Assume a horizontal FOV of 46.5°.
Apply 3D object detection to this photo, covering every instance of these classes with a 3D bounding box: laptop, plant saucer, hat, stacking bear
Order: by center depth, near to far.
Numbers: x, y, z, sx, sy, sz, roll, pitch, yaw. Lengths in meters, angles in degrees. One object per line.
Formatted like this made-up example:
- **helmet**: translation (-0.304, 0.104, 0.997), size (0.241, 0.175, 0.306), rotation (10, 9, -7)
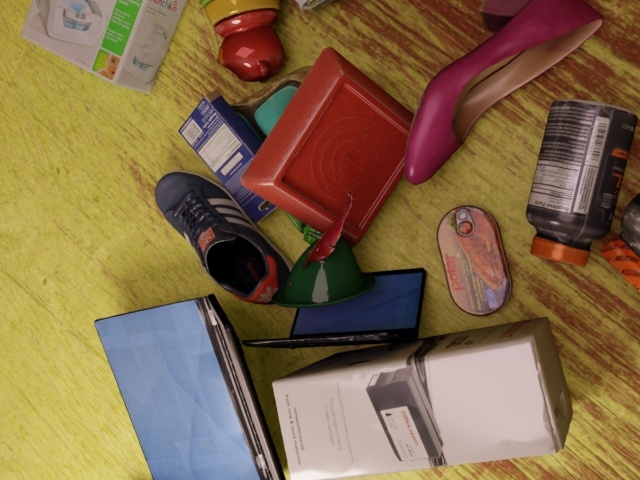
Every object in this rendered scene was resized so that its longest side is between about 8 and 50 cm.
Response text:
- **laptop**: translation (0.033, 0.104, 1.214), size (0.234, 0.264, 0.136), rotation (-7, 79, 21)
- **plant saucer**: translation (0.041, -0.136, 1.216), size (0.258, 0.259, 0.048), rotation (-57, 34, 3)
- **hat**: translation (0.000, 0.000, 1.244), size (0.209, 0.173, 0.183), rotation (-5, 104, 25)
- **laptop**: translation (-0.229, 0.316, 1.307), size (0.236, 0.408, 0.381), rotation (-20, 101, -11)
- **stacking bear**: translation (-0.147, -0.430, 1.349), size (0.164, 0.175, 0.289), rotation (-16, 96, -12)

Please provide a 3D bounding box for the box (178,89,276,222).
- **box**: translation (-0.151, -0.146, 1.336), size (0.225, 0.036, 0.136), rotation (52, 144, -4)

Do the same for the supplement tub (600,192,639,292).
- **supplement tub**: translation (0.577, -0.044, 1.041), size (0.207, 0.207, 0.338), rotation (47, 105, 14)

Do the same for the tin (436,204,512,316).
- **tin**: translation (0.260, 0.034, 1.257), size (0.106, 0.040, 0.189), rotation (-13, 86, 17)

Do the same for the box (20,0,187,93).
- **box**: translation (-0.423, -0.451, 1.470), size (0.262, 0.127, 0.231), rotation (29, 103, 19)

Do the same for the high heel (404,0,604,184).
- **high heel**: translation (0.280, -0.234, 1.179), size (0.181, 0.127, 0.377), rotation (29, 94, 29)

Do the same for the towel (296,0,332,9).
- **towel**: translation (0.043, -0.631, 1.304), size (0.321, 0.090, 0.374), rotation (-22, 83, 19)

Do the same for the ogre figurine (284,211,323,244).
- **ogre figurine**: translation (-0.018, -0.093, 1.327), size (0.118, 0.097, 0.197), rotation (-40, 37, 14)

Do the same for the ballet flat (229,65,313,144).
- **ballet flat**: translation (-0.091, -0.222, 1.337), size (0.349, 0.123, 0.123), rotation (-16, 84, 49)

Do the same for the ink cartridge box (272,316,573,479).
- **ink cartridge box**: translation (0.169, 0.242, 1.162), size (0.395, 0.285, 0.166), rotation (-13, 86, 20)

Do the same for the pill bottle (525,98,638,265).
- **pill bottle**: translation (0.395, -0.086, 1.152), size (0.130, 0.130, 0.245), rotation (14, 96, 21)

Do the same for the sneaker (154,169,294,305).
- **sneaker**: translation (-0.197, -0.013, 1.374), size (0.350, 0.148, 0.131), rotation (39, 104, 17)
